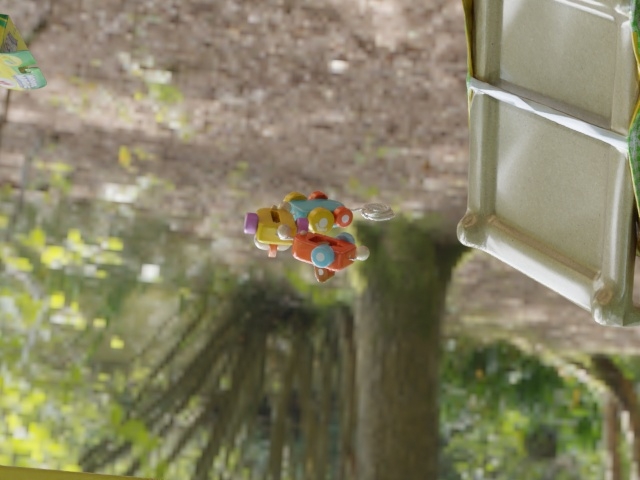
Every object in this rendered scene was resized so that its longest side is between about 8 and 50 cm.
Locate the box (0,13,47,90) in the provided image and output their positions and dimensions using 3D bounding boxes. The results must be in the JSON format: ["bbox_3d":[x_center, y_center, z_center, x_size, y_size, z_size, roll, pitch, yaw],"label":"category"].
[{"bbox_3d":[-0.343,-0.183,1.443,0.179,0.043,0.105,12,167,3],"label":"box"}]

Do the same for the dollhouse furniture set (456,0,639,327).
[{"bbox_3d":[0.213,-0.048,0.830,0.151,0.198,0.301,-12,-155,-27],"label":"dollhouse furniture set"}]

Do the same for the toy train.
[{"bbox_3d":[0.000,0.000,1.411,0.125,0.046,0.166,14,-161,17],"label":"toy train"}]

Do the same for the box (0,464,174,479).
[{"bbox_3d":[-0.117,0.120,0.577,0.087,0.058,0.232,-16,162,21],"label":"box"}]
